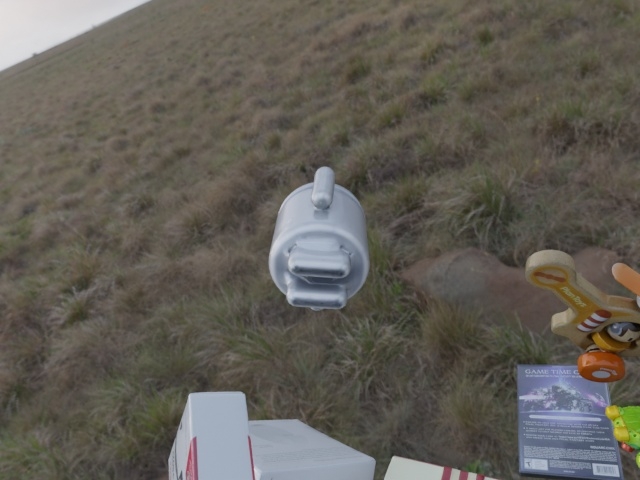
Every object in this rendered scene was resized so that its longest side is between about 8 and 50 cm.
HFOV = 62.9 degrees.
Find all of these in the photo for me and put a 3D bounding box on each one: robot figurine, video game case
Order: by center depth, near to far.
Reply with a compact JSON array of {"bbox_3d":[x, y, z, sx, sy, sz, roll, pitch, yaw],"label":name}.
[{"bbox_3d":[0.000,0.000,1.111,0.200,0.299,0.353,7,29,-2],"label":"robot figurine"},{"bbox_3d":[0.546,0.399,1.171,0.196,0.026,0.274,-5,40,23],"label":"video game case"}]

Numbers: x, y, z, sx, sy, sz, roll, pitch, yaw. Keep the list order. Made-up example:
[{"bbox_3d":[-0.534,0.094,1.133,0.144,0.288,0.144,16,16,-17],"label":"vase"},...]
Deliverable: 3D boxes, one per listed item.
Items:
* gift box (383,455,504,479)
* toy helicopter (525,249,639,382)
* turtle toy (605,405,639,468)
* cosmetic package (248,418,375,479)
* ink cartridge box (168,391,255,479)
[{"bbox_3d":[0.154,0.452,0.662,0.255,0.276,0.258,-2,25,27],"label":"gift box"},{"bbox_3d":[0.519,0.120,0.958,0.235,0.355,0.140,-30,34,47],"label":"toy helicopter"},{"bbox_3d":[0.562,0.344,0.915,0.095,0.066,0.130,-8,27,16],"label":"turtle toy"},{"bbox_3d":[-0.072,0.395,0.857,0.225,0.224,0.138,0,80,53],"label":"cosmetic package"},{"bbox_3d":[-0.122,0.251,0.562,0.063,0.150,0.109,6,41,-23],"label":"ink cartridge box"}]
